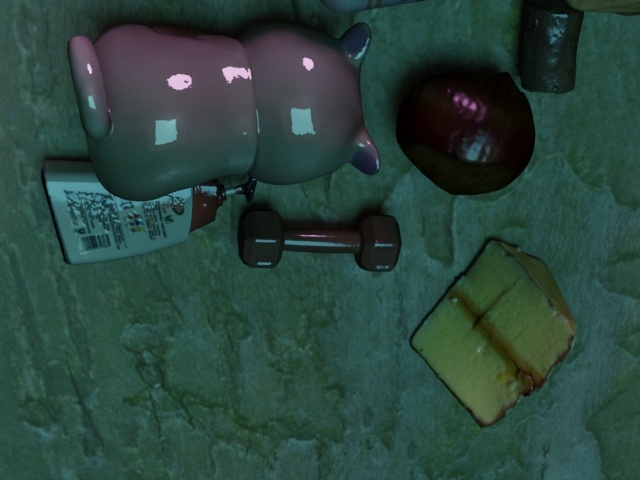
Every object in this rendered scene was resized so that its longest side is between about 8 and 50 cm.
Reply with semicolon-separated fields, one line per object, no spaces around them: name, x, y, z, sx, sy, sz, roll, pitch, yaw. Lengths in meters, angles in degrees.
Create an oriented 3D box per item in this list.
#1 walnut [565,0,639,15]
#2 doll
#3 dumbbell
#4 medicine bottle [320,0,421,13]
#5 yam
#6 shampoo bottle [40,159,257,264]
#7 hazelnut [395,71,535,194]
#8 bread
walnut;0.373;-0.411;1.208;0.332;0.333;0.333;-6;124;-9
doll;-0.129;-0.162;1.312;0.370;0.226;0.215;-5;93;-21
dumbbell;0.000;0.000;1.518;0.230;0.082;0.092;2;123;-15
medicine bottle;0.080;-0.355;1.257;0.288;0.157;0.157;-11;124;-6
yam;0.306;-0.259;1.420;0.084;0.084;0.127;-7;121;-8
shampoo bottle;-0.219;-0.057;1.441;0.284;0.071;0.153;-11;122;-9
hazelnut;0.202;-0.142;1.442;0.170;0.161;0.201;-28;163;20
bread;0.265;0.149;1.619;0.135;0.178;0.240;25;116;-27
